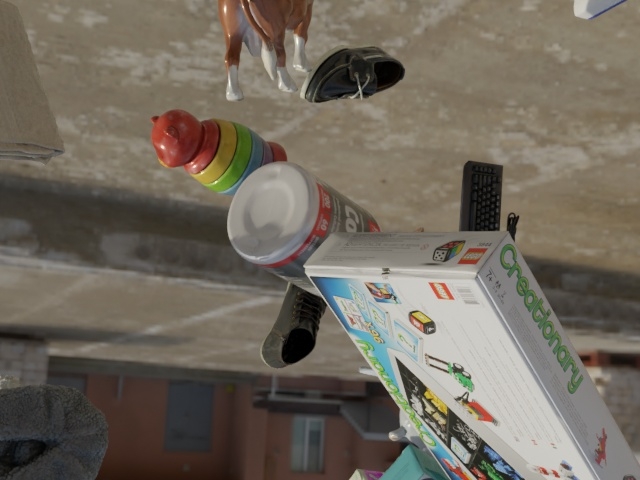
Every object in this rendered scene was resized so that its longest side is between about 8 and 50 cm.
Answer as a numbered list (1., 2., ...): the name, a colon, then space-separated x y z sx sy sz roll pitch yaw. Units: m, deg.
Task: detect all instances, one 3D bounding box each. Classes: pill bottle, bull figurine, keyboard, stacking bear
1. pill bottle: 0.000 0.000 1.522 0.161 0.161 0.283 -6 158 34
2. bull figurine: -0.056 -0.303 1.261 0.101 0.189 0.310 5 -155 17
3. keyboard: 0.326 0.013 1.856 0.033 0.317 0.201 5 -178 42
4. stacking bear: -0.225 -0.180 2.026 0.289 0.164 0.175 22 -163 -39

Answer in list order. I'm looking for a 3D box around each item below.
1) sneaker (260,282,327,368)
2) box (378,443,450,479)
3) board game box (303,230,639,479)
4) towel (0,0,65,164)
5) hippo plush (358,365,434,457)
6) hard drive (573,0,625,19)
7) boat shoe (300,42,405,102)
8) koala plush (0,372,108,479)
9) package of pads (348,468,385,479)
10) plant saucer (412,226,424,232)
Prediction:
1. sneaker: -0.018 0.118 1.647 0.083 0.222 0.118 28 166 -15
2. box: 0.179 0.367 1.272 0.244 0.100 0.060 34 -167 -26
3. board game box: 0.135 0.121 0.815 0.193 0.053 0.305 1 133 50
4. towel: -0.497 -0.247 1.457 0.049 0.282 0.187 -27 166 29
5. hippo plush: 0.249 0.321 1.928 0.234 0.294 0.236 -39 180 7
6. hard drive: 0.485 -0.476 1.450 0.040 0.210 0.318 9 175 -14
7. boat shoe: 0.053 -0.262 1.552 0.079 0.084 0.233 35 -145 21
8. koala plush: -0.413 0.276 1.327 0.203 0.196 0.221 -11 180 -31
9. package of pads: 0.194 0.552 1.790 0.229 0.101 0.296 16 -160 -31
10. plant saucer: 0.190 0.031 2.327 0.168 0.029 0.168 -40 -178 2
